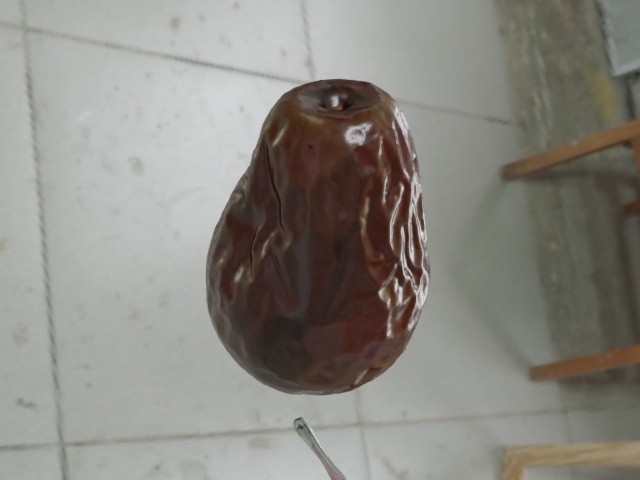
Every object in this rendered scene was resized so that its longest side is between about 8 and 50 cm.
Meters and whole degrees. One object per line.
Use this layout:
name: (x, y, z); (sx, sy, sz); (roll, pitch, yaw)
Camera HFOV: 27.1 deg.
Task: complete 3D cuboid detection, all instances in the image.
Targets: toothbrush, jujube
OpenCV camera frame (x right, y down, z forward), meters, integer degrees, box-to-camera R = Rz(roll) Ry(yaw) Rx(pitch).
toothbrush: (0.020, 0.274, 1.507); (0.204, 0.017, 0.022); (59, 18, -29)
jujube: (0.000, 0.000, 1.067); (0.190, 0.190, 0.255); (-35, 138, -47)
